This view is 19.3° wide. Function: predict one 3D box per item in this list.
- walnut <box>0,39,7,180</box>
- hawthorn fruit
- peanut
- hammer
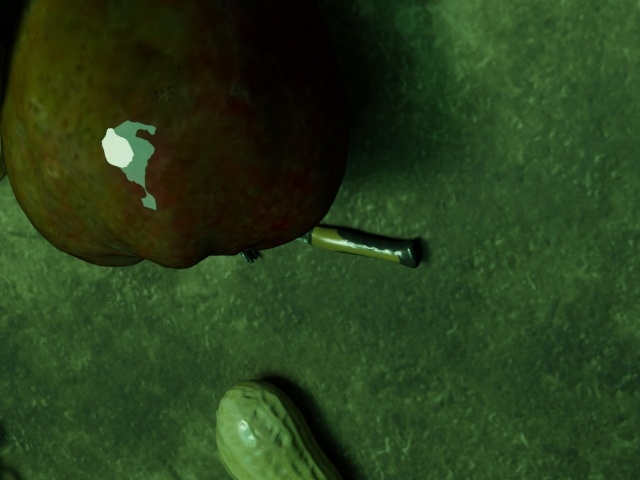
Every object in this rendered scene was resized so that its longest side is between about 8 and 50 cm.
[{"bbox_3d":[-0.385,-0.135,1.795,0.193,0.193,0.226,-3,116,28],"label":"walnut"},{"bbox_3d":[-0.130,-0.128,1.605,0.308,0.308,0.325,-7,128,29],"label":"hawthorn fruit"},{"bbox_3d":[-0.037,0.236,1.895,0.098,0.090,0.214,-28,103,23],"label":"peanut"},{"bbox_3d":[0.000,0.000,1.782,0.201,0.021,0.078,12,123,21],"label":"hammer"}]
